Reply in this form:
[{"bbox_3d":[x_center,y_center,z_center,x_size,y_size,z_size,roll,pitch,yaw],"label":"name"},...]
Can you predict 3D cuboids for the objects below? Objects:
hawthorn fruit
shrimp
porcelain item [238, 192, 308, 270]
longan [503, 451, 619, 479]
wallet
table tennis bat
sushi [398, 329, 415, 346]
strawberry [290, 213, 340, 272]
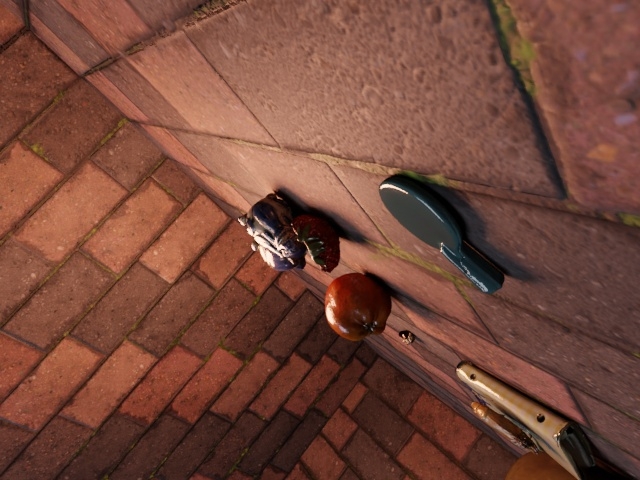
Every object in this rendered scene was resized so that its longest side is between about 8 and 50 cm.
[{"bbox_3d":[0.097,0.172,1.139,0.189,0.189,0.189,39,170,8],"label":"hawthorn fruit"},{"bbox_3d":[0.453,0.453,1.057,0.101,0.042,0.190,30,179,-31],"label":"shrimp"},{"bbox_3d":[-0.095,-0.002,1.137,0.186,0.138,0.288,42,166,21],"label":"porcelain item"},{"bbox_3d":[0.634,0.702,1.084,0.361,0.361,0.361,39,170,8],"label":"longan"},{"bbox_3d":[0.502,0.438,1.075,0.223,0.077,0.310,48,169,-25],"label":"wallet"},{"bbox_3d":[0.152,-0.006,0.550,0.201,0.033,0.124,42,172,1],"label":"table tennis bat"},{"bbox_3d":[0.286,0.328,1.462,0.046,0.044,0.083,39,168,3],"label":"sushi"},{"bbox_3d":[0.000,0.000,0.986,0.146,0.082,0.187,63,-178,-7],"label":"strawberry"}]
